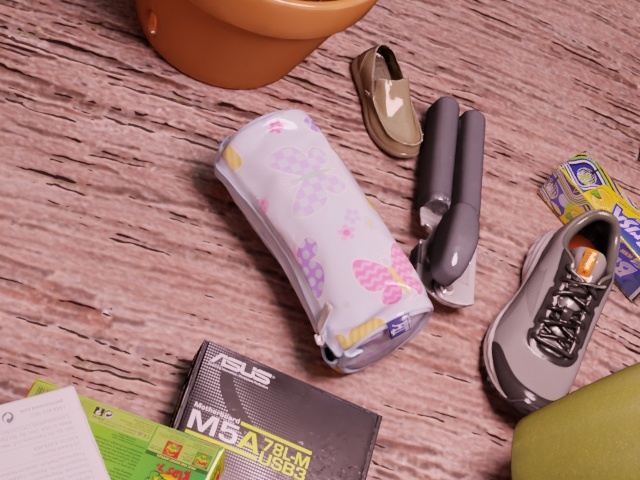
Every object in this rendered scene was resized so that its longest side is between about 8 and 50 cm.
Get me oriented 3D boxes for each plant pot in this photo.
[{"bbox_3d":[0.337,0.218,1.448,0.293,0.275,0.275,-10,51,21],"label":"plant pot"},{"bbox_3d":[-0.077,-0.298,1.670,0.291,0.203,0.291,12,53,-17],"label":"plant pot"}]

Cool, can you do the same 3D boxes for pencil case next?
[{"bbox_3d":[0.000,0.000,1.560,0.124,0.113,0.273,-25,70,-15],"label":"pencil case"}]

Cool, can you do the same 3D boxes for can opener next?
[{"bbox_3d":[0.149,-0.047,1.681,0.074,0.093,0.280,26,45,-21],"label":"can opener"}]

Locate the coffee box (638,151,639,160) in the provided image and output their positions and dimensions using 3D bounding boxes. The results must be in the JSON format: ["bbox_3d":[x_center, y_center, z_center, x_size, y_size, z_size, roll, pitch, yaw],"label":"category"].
[{"bbox_3d":[0.464,-0.145,1.925,0.113,0.040,0.184,27,51,-7],"label":"coffee box"}]

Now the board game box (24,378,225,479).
[{"bbox_3d":[-0.184,0.195,1.347,0.181,0.043,0.092,19,54,9],"label":"board game box"}]

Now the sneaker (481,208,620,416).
[{"bbox_3d":[0.248,0.070,1.633,0.100,0.108,0.271,30,52,-6],"label":"sneaker"}]

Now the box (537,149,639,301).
[{"bbox_3d":[0.327,-0.017,1.759,0.054,0.059,0.169,-30,74,-35],"label":"box"}]

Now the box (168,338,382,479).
[{"bbox_3d":[-0.052,0.207,1.435,0.191,0.045,0.184,25,54,-8],"label":"box"}]

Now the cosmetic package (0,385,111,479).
[{"bbox_3d":[-0.235,0.271,1.188,0.138,0.224,0.224,-14,64,-33],"label":"cosmetic package"}]

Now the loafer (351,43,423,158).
[{"bbox_3d":[0.076,-0.159,1.745,0.056,0.050,0.148,-9,62,-30],"label":"loafer"}]
